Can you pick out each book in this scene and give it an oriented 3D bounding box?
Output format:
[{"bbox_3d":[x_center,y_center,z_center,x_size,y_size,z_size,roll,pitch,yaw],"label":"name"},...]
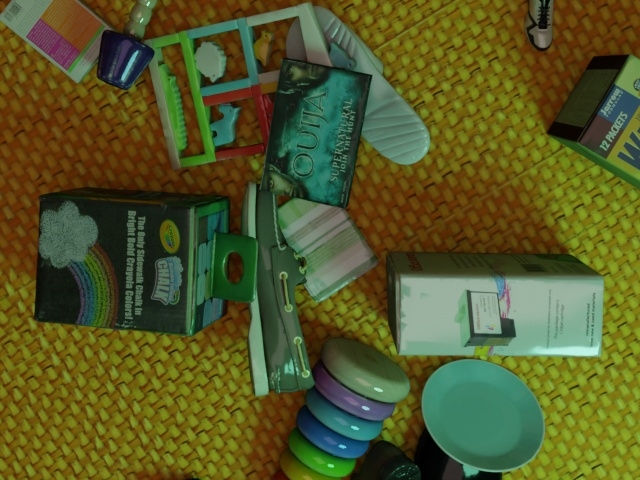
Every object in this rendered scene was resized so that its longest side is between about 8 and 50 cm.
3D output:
[{"bbox_3d":[-0.371,-0.305,1.726,0.144,0.035,0.096,40,99,-6],"label":"book"}]

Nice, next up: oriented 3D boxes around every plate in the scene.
[{"bbox_3d":[0.233,0.256,1.764,0.188,0.188,0.024,17,139,-3],"label":"plate"}]

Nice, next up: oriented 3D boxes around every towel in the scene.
[{"bbox_3d":[0.000,0.000,1.782,0.113,0.023,0.152,-33,95,2],"label":"towel"}]

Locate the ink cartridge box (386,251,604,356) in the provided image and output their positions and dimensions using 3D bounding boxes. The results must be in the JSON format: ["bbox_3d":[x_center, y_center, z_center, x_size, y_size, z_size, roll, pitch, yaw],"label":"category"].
[{"bbox_3d":[0.235,0.086,1.703,0.278,0.201,0.117,1,98,-1],"label":"ink cartridge box"}]

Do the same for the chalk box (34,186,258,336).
[{"bbox_3d":[-0.223,0.027,1.675,0.289,0.179,0.180,5,97,10],"label":"chalk box"}]

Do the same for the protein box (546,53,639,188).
[{"bbox_3d":[0.448,-0.149,1.673,0.200,0.201,0.136,30,97,-5],"label":"protein box"}]

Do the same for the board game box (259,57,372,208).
[{"bbox_3d":[-0.008,-0.147,1.664,0.126,0.026,0.186,12,103,9],"label":"board game box"}]

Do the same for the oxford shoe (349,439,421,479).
[{"bbox_3d":[0.080,0.395,1.812,0.082,0.096,0.227,2,118,-34],"label":"oxford shoe"}]

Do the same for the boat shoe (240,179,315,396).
[{"bbox_3d":[-0.063,0.065,1.721,0.091,0.109,0.305,-4,85,-6],"label":"boat shoe"}]

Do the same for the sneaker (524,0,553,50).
[{"bbox_3d":[0.312,-0.323,1.727,0.040,0.044,0.109,-7,100,-2],"label":"sneaker"}]

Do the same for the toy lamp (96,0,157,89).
[{"bbox_3d":[-0.238,-0.343,1.681,0.080,0.080,0.275,20,89,-4],"label":"toy lamp"}]

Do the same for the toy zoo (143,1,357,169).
[{"bbox_3d":[-0.091,-0.218,1.703,0.293,0.030,0.192,-9,99,17],"label":"toy zoo"}]

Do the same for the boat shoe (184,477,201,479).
[{"bbox_3d":[-0.133,0.462,1.790,0.109,0.089,0.258,-31,91,48],"label":"boat shoe"}]

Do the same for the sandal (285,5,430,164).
[{"bbox_3d":[0.055,-0.214,1.721,0.102,0.076,0.265,-41,88,19],"label":"sandal"}]

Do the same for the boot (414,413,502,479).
[{"bbox_3d":[0.206,0.435,1.722,0.131,0.260,0.348,1,98,-1],"label":"boot"}]

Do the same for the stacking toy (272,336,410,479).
[{"bbox_3d":[-0.003,0.311,1.781,0.141,0.141,0.330,27,104,-4],"label":"stacking toy"}]
